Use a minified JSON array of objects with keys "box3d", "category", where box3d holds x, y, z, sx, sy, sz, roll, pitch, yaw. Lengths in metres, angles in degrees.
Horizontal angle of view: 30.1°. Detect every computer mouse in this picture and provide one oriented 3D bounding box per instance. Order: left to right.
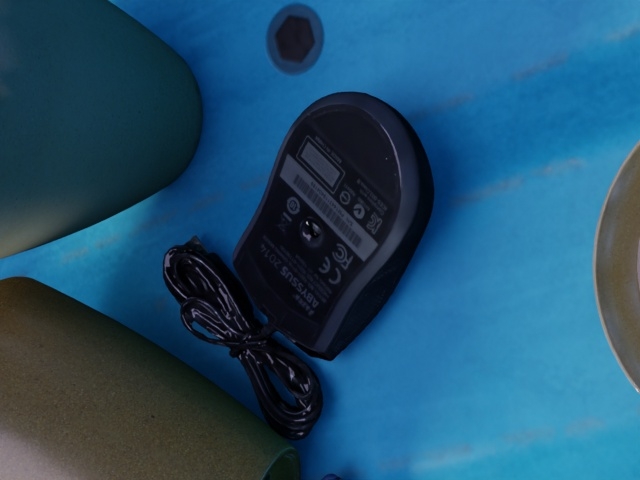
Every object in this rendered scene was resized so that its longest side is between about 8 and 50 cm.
[{"box3d":[0.000,0.000,0.874,0.188,0.072,0.272,51,129,20],"category":"computer mouse"}]

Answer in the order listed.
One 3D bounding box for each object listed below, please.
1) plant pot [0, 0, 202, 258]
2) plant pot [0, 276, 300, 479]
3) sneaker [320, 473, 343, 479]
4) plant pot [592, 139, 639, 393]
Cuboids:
[{"box3d":[-0.224,-0.098,0.893,0.257,0.274,0.256,1,91,34],"category":"plant pot"},{"box3d":[-0.152,0.172,0.905,0.254,0.237,0.237,15,100,18],"category":"plant pot"},{"box3d":[0.019,0.238,0.880,0.058,0.052,0.135,4,101,24],"category":"sneaker"},{"box3d":[0.278,0.017,0.701,0.236,0.032,0.236,2,93,34],"category":"plant pot"}]
